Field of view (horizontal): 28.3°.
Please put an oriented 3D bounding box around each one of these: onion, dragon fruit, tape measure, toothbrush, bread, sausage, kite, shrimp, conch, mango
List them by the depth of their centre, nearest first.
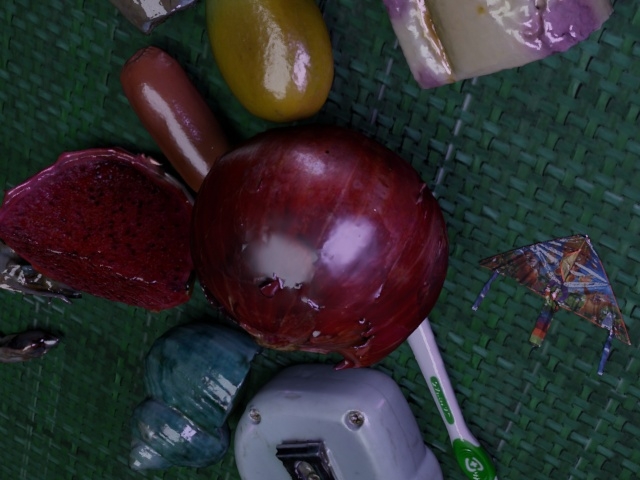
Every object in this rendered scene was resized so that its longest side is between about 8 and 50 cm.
[{"bbox_3d":[0.120,-0.318,1.111,0.187,0.155,0.338,-6,116,41],"label":"bread"},{"bbox_3d":[-0.055,-0.215,1.310,0.130,0.092,0.195,-1,112,32],"label":"mango"},{"bbox_3d":[0.000,0.000,1.316,0.276,0.276,0.276,14,123,22],"label":"onion"},{"bbox_3d":[0.252,0.057,1.345,0.183,0.010,0.160,28,128,13],"label":"kite"},{"bbox_3d":[-0.154,-0.130,1.429,0.077,0.077,0.194,-28,100,38],"label":"sausage"},{"bbox_3d":[0.178,0.248,1.488,0.042,0.040,0.418,-15,105,32],"label":"toothbrush"},{"bbox_3d":[-0.235,-0.017,1.521,0.274,0.161,0.126,17,159,6],"label":"dragon fruit"},{"bbox_3d":[0.008,0.273,1.537,0.243,0.125,0.246,-14,110,34],"label":"tape measure"},{"bbox_3d":[-0.163,0.197,1.562,0.134,0.196,0.202,17,86,-6],"label":"conch"},{"bbox_3d":[-0.450,0.076,1.718,0.360,0.085,0.247,1,126,33],"label":"shrimp"}]

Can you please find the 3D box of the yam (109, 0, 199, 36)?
[{"bbox_3d":[-0.237,-0.328,1.349,0.259,0.093,0.093,46,129,-1],"label":"yam"}]
